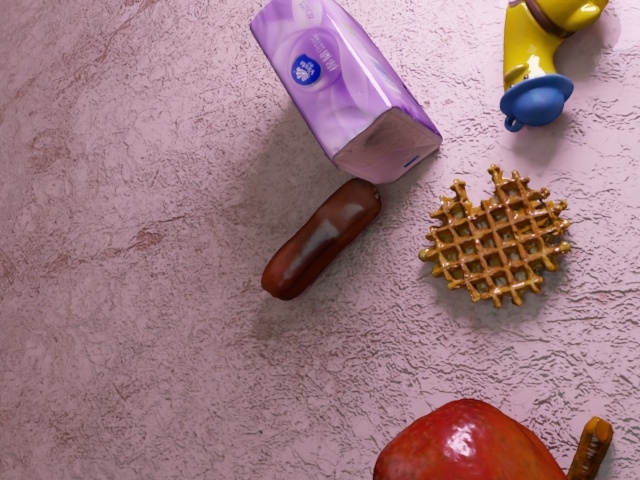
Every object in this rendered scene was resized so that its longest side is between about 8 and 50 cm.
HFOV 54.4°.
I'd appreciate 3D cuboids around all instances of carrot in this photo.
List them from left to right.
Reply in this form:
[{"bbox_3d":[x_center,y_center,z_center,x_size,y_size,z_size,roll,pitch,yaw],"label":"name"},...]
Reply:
[{"bbox_3d":[0.391,0.347,0.936,0.042,0.042,0.170,26,97,31],"label":"carrot"}]

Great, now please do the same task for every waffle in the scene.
[{"bbox_3d":[0.290,-0.005,1.043,0.231,0.051,0.228,32,99,29],"label":"waffle"}]

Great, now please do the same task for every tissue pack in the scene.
[{"bbox_3d":[0.041,-0.281,1.120,0.160,0.242,0.338,-40,65,20],"label":"tissue pack"}]

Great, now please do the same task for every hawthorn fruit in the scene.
[{"bbox_3d":[0.237,0.388,0.872,0.330,0.287,0.287,40,103,35],"label":"hawthorn fruit"}]

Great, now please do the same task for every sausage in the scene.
[{"bbox_3d":[0.000,0.000,1.194,0.300,0.083,0.089,-45,57,14],"label":"sausage"}]

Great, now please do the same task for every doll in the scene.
[{"bbox_3d":[0.370,-0.354,1.013,0.199,0.145,0.363,36,112,62],"label":"doll"}]
